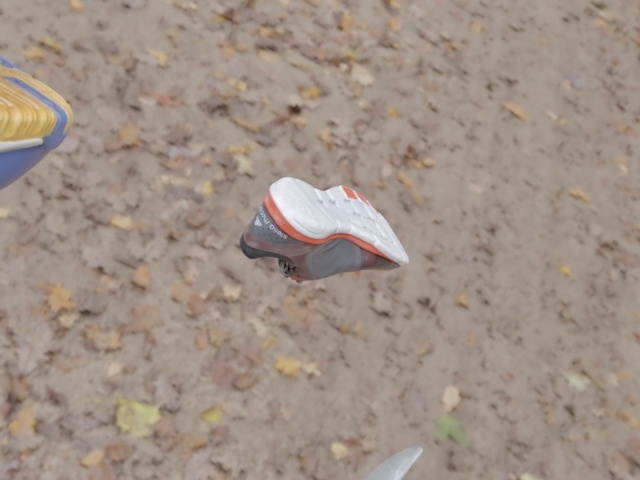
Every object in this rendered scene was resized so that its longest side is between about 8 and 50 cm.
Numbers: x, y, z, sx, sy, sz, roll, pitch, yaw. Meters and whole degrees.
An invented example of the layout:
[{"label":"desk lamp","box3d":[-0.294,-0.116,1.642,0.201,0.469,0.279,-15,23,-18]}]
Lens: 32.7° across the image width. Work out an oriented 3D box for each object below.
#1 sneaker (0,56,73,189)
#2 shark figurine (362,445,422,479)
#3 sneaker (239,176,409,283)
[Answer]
[{"label":"sneaker","box3d":[-0.227,-0.027,0.530,0.112,0.131,0.296,30,19,5]},{"label":"shark figurine","box3d":[0.088,0.254,0.610,0.278,0.116,0.166,31,44,15]},{"label":"sneaker","box3d":[0.000,0.000,0.768,0.158,0.065,0.061,19,35,-50]}]
